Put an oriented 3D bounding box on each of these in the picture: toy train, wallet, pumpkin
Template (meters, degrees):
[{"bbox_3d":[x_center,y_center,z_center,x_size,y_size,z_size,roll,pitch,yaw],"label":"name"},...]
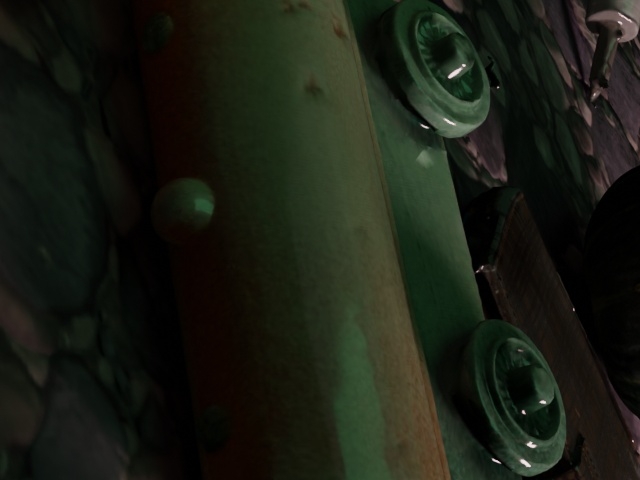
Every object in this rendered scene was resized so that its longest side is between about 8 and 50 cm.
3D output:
[{"bbox_3d":[0.000,0.000,0.604,0.177,0.116,0.285,12,61,-46],"label":"toy train"},{"bbox_3d":[0.154,0.129,0.864,0.317,0.044,0.169,65,22,-11],"label":"wallet"},{"bbox_3d":[0.265,0.040,1.021,0.211,0.152,0.212,-17,90,-79],"label":"pumpkin"}]

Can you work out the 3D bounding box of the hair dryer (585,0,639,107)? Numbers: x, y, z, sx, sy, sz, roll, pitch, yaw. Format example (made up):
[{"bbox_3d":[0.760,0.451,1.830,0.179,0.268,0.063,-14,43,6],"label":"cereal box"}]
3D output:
[{"bbox_3d":[0.266,-0.274,1.314,0.107,0.173,0.357,30,63,-29],"label":"hair dryer"}]
